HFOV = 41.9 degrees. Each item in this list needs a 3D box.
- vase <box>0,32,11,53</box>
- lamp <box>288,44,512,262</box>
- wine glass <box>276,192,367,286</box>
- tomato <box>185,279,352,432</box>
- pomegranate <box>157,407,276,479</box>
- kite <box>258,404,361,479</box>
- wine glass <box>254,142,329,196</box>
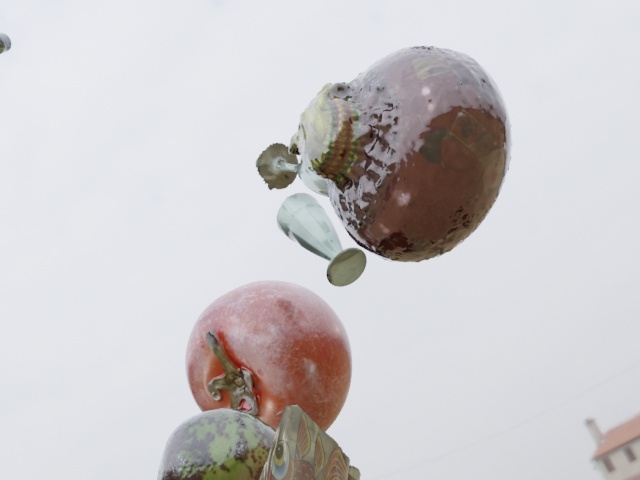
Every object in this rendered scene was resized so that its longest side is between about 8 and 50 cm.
[{"bbox_3d":[-0.528,-0.281,1.236,0.060,0.060,0.211,-37,5,25],"label":"vase"},{"bbox_3d":[0.055,-0.063,0.591,0.135,0.156,0.157,14,-20,-29],"label":"lamp"},{"bbox_3d":[0.000,0.000,1.193,0.073,0.155,0.073,-18,-48,-21],"label":"wine glass"},{"bbox_3d":[-0.071,0.189,1.319,0.227,0.270,0.270,-24,-17,-51],"label":"tomato"},{"bbox_3d":[-0.097,0.255,0.858,0.138,0.163,0.125,-5,-15,-12],"label":"pomegranate"},{"bbox_3d":[0.014,0.215,0.611,0.016,0.127,0.229,1,-31,37],"label":"kite"},{"bbox_3d":[-0.005,-0.082,1.001,0.066,0.066,0.198,-12,14,-29],"label":"wine glass"}]
